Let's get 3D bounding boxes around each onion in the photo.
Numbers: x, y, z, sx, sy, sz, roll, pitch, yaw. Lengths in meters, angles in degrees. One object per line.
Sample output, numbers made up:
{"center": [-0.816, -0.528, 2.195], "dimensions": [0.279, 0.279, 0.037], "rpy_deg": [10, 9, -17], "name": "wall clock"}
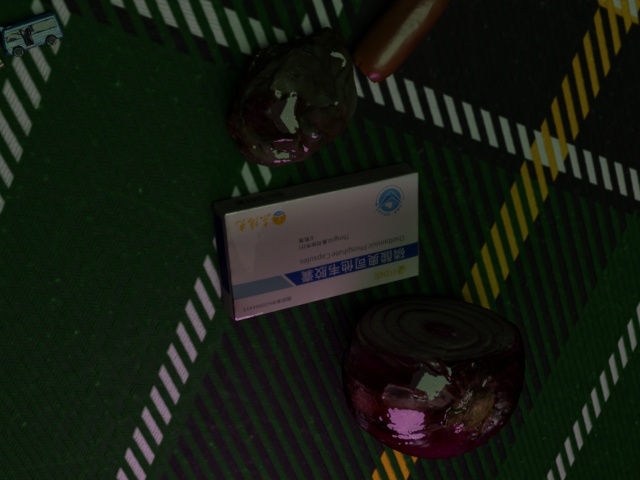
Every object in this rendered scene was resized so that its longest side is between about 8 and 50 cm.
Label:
{"center": [0.185, 0.252, 1.745], "dimensions": [0.337, 0.282, 0.260], "rpy_deg": [-10, 121, -35], "name": "onion"}

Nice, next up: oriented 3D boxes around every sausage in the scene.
{"center": [0.129, -0.335, 1.552], "dimensions": [0.076, 0.076, 0.197], "rpy_deg": [38, 93, -33], "name": "sausage"}

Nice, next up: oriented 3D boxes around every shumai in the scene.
{"center": [-0.022, -0.198, 1.479], "dimensions": [0.218, 0.185, 0.184], "rpy_deg": [-26, 122, -12], "name": "shumai"}

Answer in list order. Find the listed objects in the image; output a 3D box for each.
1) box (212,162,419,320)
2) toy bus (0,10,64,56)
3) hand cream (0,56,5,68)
{"center": [0.000, 0.000, 1.654], "dimensions": [0.343, 0.065, 0.200], "rpy_deg": [-13, 118, -19], "name": "box"}
{"center": [-0.396, -0.282, 1.356], "dimensions": [0.083, 0.038, 0.046], "rpy_deg": [-23, 116, -15], "name": "toy bus"}
{"center": [-0.487, -0.216, 1.354], "dimensions": [0.122, 0.023, 0.036], "rpy_deg": [-32, 134, -6], "name": "hand cream"}
